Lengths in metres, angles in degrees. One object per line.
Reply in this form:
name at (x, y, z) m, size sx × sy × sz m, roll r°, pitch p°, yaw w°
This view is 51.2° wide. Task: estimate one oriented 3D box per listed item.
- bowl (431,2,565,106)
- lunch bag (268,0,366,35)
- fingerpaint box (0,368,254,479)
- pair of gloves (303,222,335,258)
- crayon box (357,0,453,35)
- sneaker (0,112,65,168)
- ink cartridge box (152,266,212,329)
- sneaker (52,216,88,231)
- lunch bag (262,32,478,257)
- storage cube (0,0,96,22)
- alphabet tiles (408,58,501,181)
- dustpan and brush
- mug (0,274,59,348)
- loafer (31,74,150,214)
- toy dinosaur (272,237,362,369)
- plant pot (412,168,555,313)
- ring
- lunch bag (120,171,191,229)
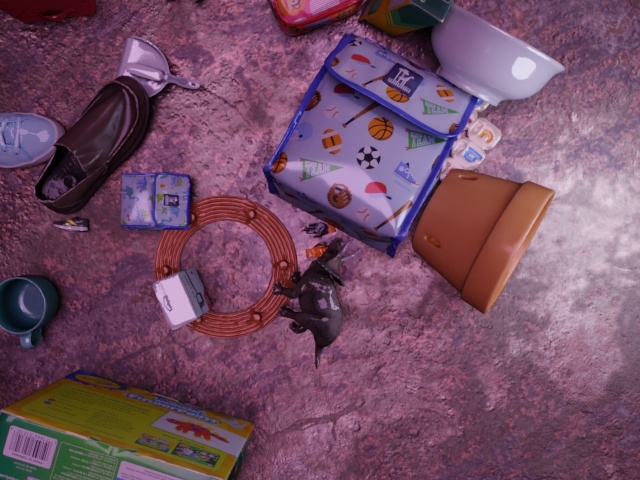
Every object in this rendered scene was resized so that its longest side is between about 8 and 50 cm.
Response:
bowl at (0.338, -0.370, 1.383) m, size 0.298 × 0.298 × 0.134 m, roll 31°, pitch 110°, yaw 1°
lunch bag at (-0.013, -0.624, 1.467) m, size 0.258 × 0.120 × 0.292 m, roll -22°, pitch 93°, yaw 0°
fingerpaint box at (-0.396, 0.446, 1.410) m, size 0.445 × 0.371 × 0.163 m, roll 17°, pitch 92°, yaw 2°
pair of gloves at (0.000, 0.000, 1.544) m, size 0.074 × 0.010 × 0.083 m, roll -4°, pitch 92°, yaw 4°
crayon box at (0.200, -0.539, 1.372) m, size 0.083 × 0.323 × 0.203 m, roll 24°, pitch 95°, yaw -18°
sneaker at (-0.775, -0.231, 1.509) m, size 0.366 × 0.150 × 0.135 m, roll -2°, pitch 94°, yaw 3°
ink cartridge box at (-0.300, 0.124, 1.467) m, size 0.063 × 0.150 × 0.109 m, roll -23°, pitch 92°, yaw 4°
sneaker at (-0.584, -0.040, 1.570) m, size 0.083 × 0.031 × 0.035 m, roll 7°, pitch 80°, yaw -1°
lunch bag at (0.110, -0.215, 1.406) m, size 0.328 × 0.239 × 0.385 m, roll 30°, pitch 80°, yaw 4°
storage cube at (-0.623, -0.603, 1.461) m, size 0.184 × 0.193 × 0.214 m, roll -5°, pitch 92°, yaw 4°
alphabet tiles at (0.252, -0.262, 1.511) m, size 0.278 × 0.021 × 0.284 m, roll 39°, pitch 94°, yaw 3°
dustpan and brush at (-0.370, -0.375, 1.522) m, size 0.211 × 0.060 × 0.147 m, roll 16°, pitch 94°, yaw 3°
mug at (-0.682, 0.156, 1.549) m, size 0.130 × 0.097 × 0.157 m, roll 26°, pitch 95°, yaw 1°
loafer at (-0.512, -0.204, 1.494) m, size 0.134 × 0.130 × 0.365 m, roll 35°, pitch 99°, yaw 1°
toy dinosaur at (-0.010, 0.149, 1.483) m, size 0.161 × 0.121 × 0.313 m, roll 5°, pitch 97°, yaw 34°
plant pot at (0.330, -0.021, 1.407) m, size 0.204 × 0.291 × 0.290 m, roll 31°, pitch 94°, yaw 18°
ring at (-0.222, 0.063, 1.551) m, size 0.337 × 0.032 × 0.336 m, roll 0°, pitch 93°, yaw 4°
lunch bag at (-0.371, -0.088, 1.519) m, size 0.151 × 0.096 × 0.128 m, roll 1°, pitch 87°, yaw 0°
